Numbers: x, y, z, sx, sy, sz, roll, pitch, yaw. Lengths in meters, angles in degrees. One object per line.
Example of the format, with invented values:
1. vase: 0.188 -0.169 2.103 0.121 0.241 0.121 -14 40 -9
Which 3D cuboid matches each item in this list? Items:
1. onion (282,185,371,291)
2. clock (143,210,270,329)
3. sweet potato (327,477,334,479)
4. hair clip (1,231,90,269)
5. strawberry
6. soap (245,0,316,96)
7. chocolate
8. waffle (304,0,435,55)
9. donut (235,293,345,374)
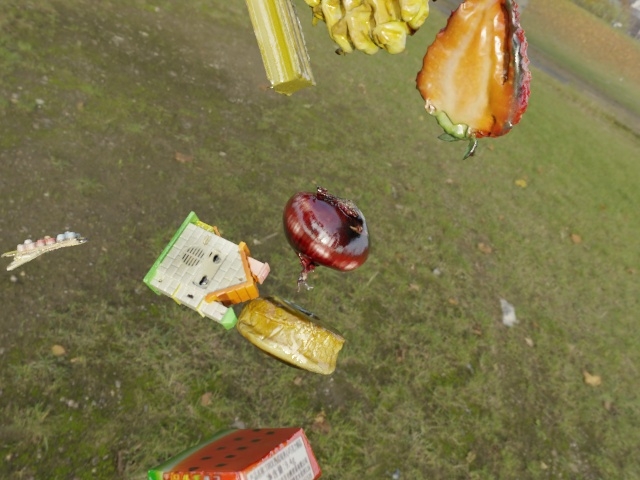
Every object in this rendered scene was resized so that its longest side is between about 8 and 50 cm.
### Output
1. onion: 0.000 0.000 1.447 0.273 0.285 0.273 31 9 -6
2. clock: -0.275 0.084 1.336 0.255 0.106 0.219 25 68 15
3. sweet potato: -0.035 0.530 0.888 0.158 0.157 0.370 36 35 10
4. hair clip: -0.657 0.012 1.241 0.062 0.214 0.056 15 55 -87
5. strawberry: 0.195 -0.205 0.642 0.085 0.140 0.192 -33 110 -45
6. soap: -0.083 -0.408 1.009 0.135 0.076 0.233 -28 104 -76
7. chocolate: -0.228 0.625 1.379 0.360 0.341 0.161 -5 83 -63
8. waffle: 0.059 -0.398 0.676 0.062 0.329 0.329 -7 45 -41
9. donut: -0.088 0.243 1.440 0.330 0.159 0.330 20 -3 1
